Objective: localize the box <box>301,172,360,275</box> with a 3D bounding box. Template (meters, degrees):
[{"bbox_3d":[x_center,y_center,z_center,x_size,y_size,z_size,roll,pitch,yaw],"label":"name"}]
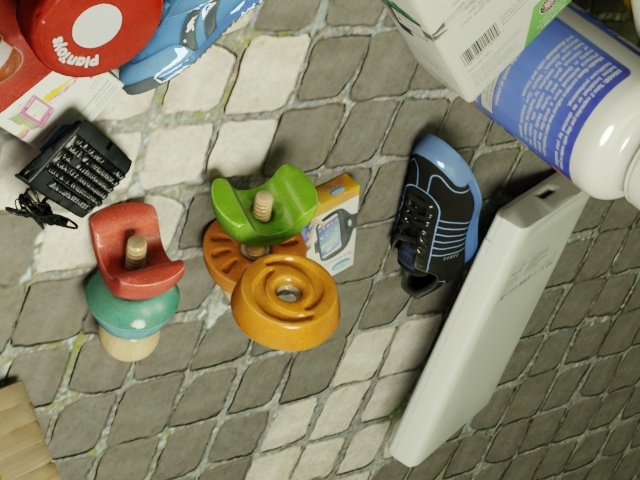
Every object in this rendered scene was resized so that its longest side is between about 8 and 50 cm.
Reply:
[{"bbox_3d":[0.000,0.000,1.795,0.081,0.028,0.136,-28,141,-27],"label":"box"}]

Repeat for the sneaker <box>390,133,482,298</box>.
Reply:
[{"bbox_3d":[0.121,-0.019,1.862,0.090,0.081,0.232,-44,149,-19],"label":"sneaker"}]

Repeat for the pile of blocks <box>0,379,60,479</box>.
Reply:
[{"bbox_3d":[-0.360,0.264,1.499,0.113,0.362,0.149,-19,116,26],"label":"pile of blocks"}]

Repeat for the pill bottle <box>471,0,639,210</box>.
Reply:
[{"bbox_3d":[0.280,-0.137,1.742,0.152,0.272,0.152,-29,143,-25],"label":"pill bottle"}]

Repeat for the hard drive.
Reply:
[{"bbox_3d":[0.208,0.089,2.061,0.233,0.047,0.353,-30,147,-55],"label":"hard drive"}]

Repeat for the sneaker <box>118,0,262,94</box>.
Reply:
[{"bbox_3d":[-0.102,-0.211,1.432,0.209,0.069,0.082,-40,115,5],"label":"sneaker"}]

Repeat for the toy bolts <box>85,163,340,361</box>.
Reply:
[{"bbox_3d":[-0.103,0.060,1.603,0.229,0.218,0.158,-10,141,-19],"label":"toy bolts"}]

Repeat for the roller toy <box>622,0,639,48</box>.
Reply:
[{"bbox_3d":[0.393,-0.268,1.797,0.146,0.209,0.191,-8,156,15],"label":"roller toy"}]

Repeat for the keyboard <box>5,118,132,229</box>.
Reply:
[{"bbox_3d":[-0.205,-0.042,1.441,0.100,0.038,0.192,-42,169,0],"label":"keyboard"}]

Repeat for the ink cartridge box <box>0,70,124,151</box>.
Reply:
[{"bbox_3d":[-0.231,-0.129,1.367,0.088,0.052,0.122,-49,147,4],"label":"ink cartridge box"}]

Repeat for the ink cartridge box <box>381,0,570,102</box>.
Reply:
[{"bbox_3d":[0.140,-0.258,1.617,0.160,0.092,0.219,-45,147,-4],"label":"ink cartridge box"}]

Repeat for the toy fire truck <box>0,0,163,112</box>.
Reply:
[{"bbox_3d":[-0.277,-0.178,1.166,0.254,0.169,0.302,-40,147,6],"label":"toy fire truck"}]
